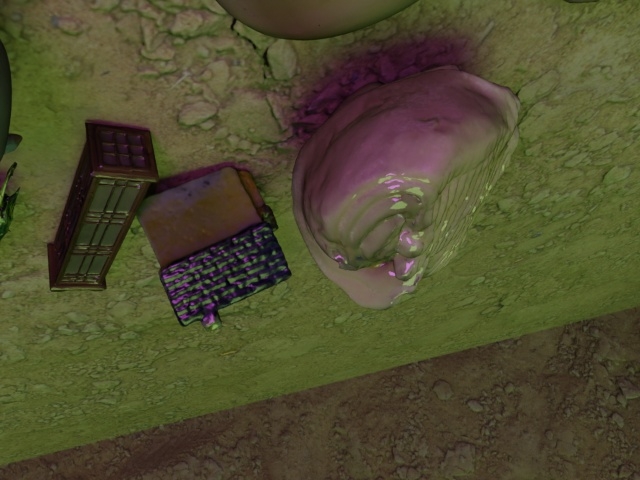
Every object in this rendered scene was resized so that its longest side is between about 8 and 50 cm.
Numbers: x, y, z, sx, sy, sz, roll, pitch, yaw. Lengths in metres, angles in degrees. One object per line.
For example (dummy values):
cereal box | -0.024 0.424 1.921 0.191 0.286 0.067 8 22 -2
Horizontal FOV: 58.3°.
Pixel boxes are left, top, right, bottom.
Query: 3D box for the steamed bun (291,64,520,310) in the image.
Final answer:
steamed bun | 0.101 -0.087 0.817 0.352 0.247 0.339 -43 156 -34

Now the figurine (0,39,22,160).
figurine | -0.453 -0.157 0.453 0.382 0.205 0.224 6 172 -14

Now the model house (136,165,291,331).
model house | -0.153 0.026 0.893 0.194 0.211 0.170 -23 154 -14

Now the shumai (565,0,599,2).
shumai | 0.325 -0.293 0.512 0.267 0.314 0.262 -28 158 -7

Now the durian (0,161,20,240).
durian | -0.536 0.007 0.781 0.375 0.132 0.107 -26 176 25

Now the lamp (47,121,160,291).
lamp | -0.330 -0.033 0.844 0.090 0.089 0.325 2 148 -35

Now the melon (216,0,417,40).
melon | 0.025 -0.283 0.424 0.317 0.223 0.223 -22 154 32
